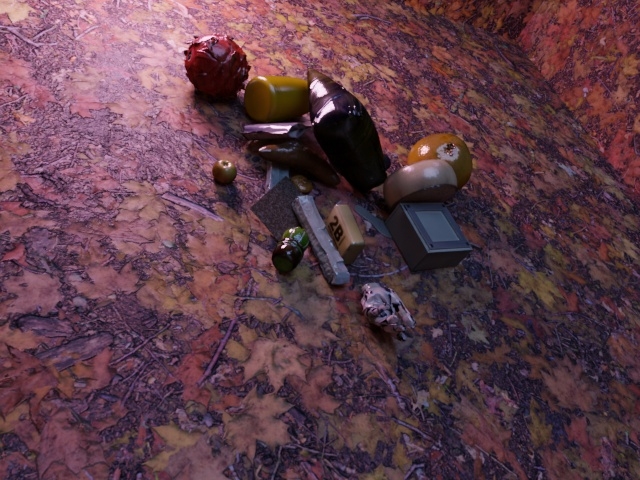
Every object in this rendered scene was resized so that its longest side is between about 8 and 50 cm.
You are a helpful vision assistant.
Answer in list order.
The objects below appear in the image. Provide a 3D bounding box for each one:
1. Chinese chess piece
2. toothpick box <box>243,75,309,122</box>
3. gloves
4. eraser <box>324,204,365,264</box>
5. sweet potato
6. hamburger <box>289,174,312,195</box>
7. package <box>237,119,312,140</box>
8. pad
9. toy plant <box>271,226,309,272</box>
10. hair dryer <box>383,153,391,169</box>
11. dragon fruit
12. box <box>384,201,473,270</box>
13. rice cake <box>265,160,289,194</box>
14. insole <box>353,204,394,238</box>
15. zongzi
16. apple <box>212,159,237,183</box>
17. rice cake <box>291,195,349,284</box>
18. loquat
[{"bbox_3d":[0.366,-0.192,1.855,0.270,0.270,0.112,-4,70,-31],"label":"Chinese chess piece"},{"bbox_3d":[-0.149,-0.557,1.975,0.272,0.175,0.175,-21,64,-47],"label":"toothpick box"},{"bbox_3d":[0.198,0.222,1.512,0.128,0.111,0.212,27,35,-41],"label":"gloves"},{"bbox_3d":[0.077,-0.020,1.652,0.058,0.117,0.172,0,52,-29],"label":"eraser"},{"bbox_3d":[-0.071,-0.294,1.791,0.342,0.092,0.113,18,62,-34],"label":"sweet potato"},{"bbox_3d":[-0.069,-0.197,1.786,0.083,0.044,0.076,47,47,13],"label":"hamburger"},{"bbox_3d":[-0.153,-0.404,1.848,0.204,0.062,0.251,7,22,29],"label":"package"},{"bbox_3d":[-0.120,-0.105,1.666,0.158,0.003,0.235,49,43,-10],"label":"pad"},{"bbox_3d":[-0.088,0.020,1.545,0.093,0.092,0.162,28,43,-3],"label":"toy plant"},{"bbox_3d":[0.168,-0.340,2.032,0.219,0.071,0.124,40,44,19],"label":"hair dryer"},{"bbox_3d":[-0.386,-0.657,1.903,0.253,0.240,0.240,-13,58,-23],"label":"dragon fruit"},{"bbox_3d":[0.393,-0.021,1.819,0.225,0.117,0.224,-4,54,-33],"label":"box"},{"bbox_3d":[-0.150,-0.231,1.772,0.085,0.040,0.226,19,44,-21],"label":"rice cake"},{"bbox_3d":[0.199,-0.069,1.843,0.188,0.004,0.064,39,43,8],"label":"insole"},{"bbox_3d":[0.086,-0.421,1.894,0.403,0.208,0.432,52,12,-42],"label":"zongzi"},{"bbox_3d":[-0.315,-0.229,1.661,0.084,0.071,0.083,15,45,-16],"label":"apple"},{"bbox_3d":[0.000,0.000,1.623,0.066,0.063,0.336,-6,60,-39],"label":"rice cake"},{"bbox_3d":[0.484,-0.306,2.051,0.263,0.263,0.262,15,46,-16],"label":"loquat"}]
